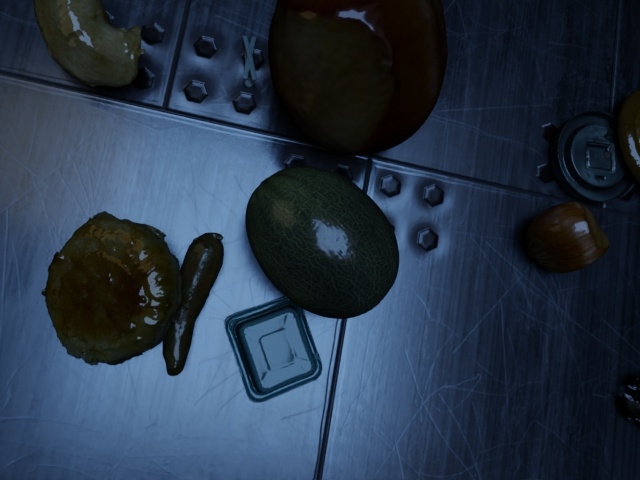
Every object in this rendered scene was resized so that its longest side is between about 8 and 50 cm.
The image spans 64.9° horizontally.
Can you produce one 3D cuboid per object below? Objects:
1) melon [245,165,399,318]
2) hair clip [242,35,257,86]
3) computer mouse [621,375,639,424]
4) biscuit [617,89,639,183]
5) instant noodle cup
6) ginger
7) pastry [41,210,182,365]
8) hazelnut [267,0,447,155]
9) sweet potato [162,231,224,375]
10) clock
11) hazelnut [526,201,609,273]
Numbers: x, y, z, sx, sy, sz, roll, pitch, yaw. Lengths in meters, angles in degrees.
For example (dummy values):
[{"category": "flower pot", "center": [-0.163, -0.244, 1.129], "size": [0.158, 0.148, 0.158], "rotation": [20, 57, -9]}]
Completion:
[{"category": "melon", "center": [0.000, 0.000, 0.913], "size": [0.302, 0.237, 0.237], "rotation": [45, 77, -1]}, {"category": "hair clip", "center": [-0.149, -0.372, 1.040], "size": [0.030, 0.039, 0.114], "rotation": [5, 71, -19]}, {"category": "computer mouse", "center": [0.769, 0.375, 1.097], "size": [0.242, 0.077, 0.146], "rotation": [25, 77, -7]}, {"category": "biscuit", "center": [0.787, -0.229, 1.167], "size": [0.262, 0.037, 0.261], "rotation": [5, 78, -25]}, {"category": "instant noodle cup", "center": [-0.085, 0.206, 0.959], "size": [0.157, 0.070, 0.179], "rotation": [-19, 86, -14]}, {"category": "ginger", "center": [-0.443, -0.396, 0.932], "size": [0.152, 0.138, 0.267], "rotation": [-43, 105, -27]}, {"category": "pastry", "center": [-0.353, 0.087, 0.880], "size": [0.236, 0.121, 0.257], "rotation": [35, 92, 10]}, {"category": "hazelnut", "center": [0.073, -0.346, 0.929], "size": [0.366, 0.366, 0.365], "rotation": [1, 83, -11]}, {"category": "sweet potato", "center": [-0.245, 0.113, 0.938], "size": [0.075, 0.075, 0.273], "rotation": [19, 83, -8]}, {"category": "clock", "center": [0.629, -0.190, 1.157], "size": [0.215, 0.042, 0.214], "rotation": [1, 83, -11]}, {"category": "hazelnut", "center": [0.520, -0.002, 1.068], "size": [0.151, 0.150, 0.150], "rotation": [1, 83, -11]}]
